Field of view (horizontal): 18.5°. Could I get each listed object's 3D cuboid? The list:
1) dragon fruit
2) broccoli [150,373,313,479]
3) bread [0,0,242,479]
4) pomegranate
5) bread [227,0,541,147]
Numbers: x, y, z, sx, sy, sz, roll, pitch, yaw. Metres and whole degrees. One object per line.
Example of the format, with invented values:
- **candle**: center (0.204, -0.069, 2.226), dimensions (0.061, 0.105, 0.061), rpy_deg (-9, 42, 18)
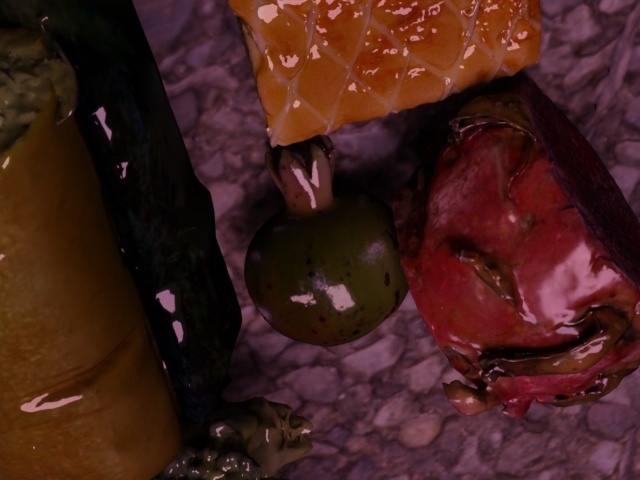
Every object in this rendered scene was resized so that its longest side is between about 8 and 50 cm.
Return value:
- **dragon fruit**: center (0.140, 0.023, 1.291), dimensions (0.147, 0.211, 0.282), rpy_deg (-32, 131, 15)
- **broccoli**: center (-0.079, 0.241, 1.384), dimensions (0.348, 0.281, 0.293), rpy_deg (24, 101, 5)
- **bread**: center (-0.195, -0.007, 1.114), dimensions (0.251, 0.208, 0.376), rpy_deg (11, 142, 25)
- **pomegranate**: center (0.000, 0.000, 1.295), dimensions (0.114, 0.114, 0.142), rpy_deg (-19, 109, -3)
- **bread**: center (0.041, -0.139, 1.202), dimensions (0.188, 0.068, 0.125), rpy_deg (-18, 134, -4)
